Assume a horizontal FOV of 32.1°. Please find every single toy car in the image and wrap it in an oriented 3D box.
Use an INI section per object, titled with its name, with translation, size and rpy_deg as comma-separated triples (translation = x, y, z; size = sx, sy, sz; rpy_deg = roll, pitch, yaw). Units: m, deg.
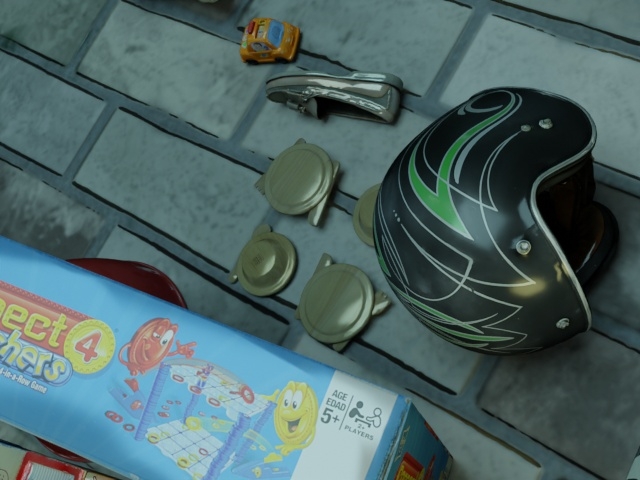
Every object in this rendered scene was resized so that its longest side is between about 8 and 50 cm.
[toy car]
translation = -0.033, -0.213, 0.992
size = 0.060, 0.040, 0.122
rpy_deg = 22, 81, 34

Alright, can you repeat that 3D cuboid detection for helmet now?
[helmet]
translation = 0.117, -0.005, 0.747
size = 0.169, 0.169, 0.161
rpy_deg = 18, 63, 33

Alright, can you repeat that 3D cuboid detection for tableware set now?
[tableware set]
translation = 0.000, 0.000, 0.895
size = 0.168, 0.020, 0.141
rpy_deg = 27, 86, 33

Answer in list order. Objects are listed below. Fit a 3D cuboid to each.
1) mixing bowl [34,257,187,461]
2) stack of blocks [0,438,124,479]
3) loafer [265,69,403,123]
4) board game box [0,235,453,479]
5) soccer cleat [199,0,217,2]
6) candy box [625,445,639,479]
[mixing bowl]
translation = -0.209, 0.085, 0.925
size = 0.181, 0.098, 0.181
rpy_deg = -12, 63, 24
[stack of blocks]
translation = -0.100, 0.203, 0.692
size = 0.171, 0.297, 0.087
rpy_deg = 9, 73, 31
[loafer]
translation = 0.007, -0.118, 0.929
size = 0.125, 0.045, 0.039
rpy_deg = 3, 77, 27
[board game box]
translation = -0.083, 0.101, 0.678
size = 0.308, 0.302, 0.086
rpy_deg = 20, 78, 15
[soccer cleat]
translation = -0.156, -0.262, 1.069
size = 0.076, 0.068, 0.196
rpy_deg = -51, 48, 7
[candy box]
translation = 0.281, 0.157, 0.586
size = 0.233, 0.159, 0.071
rpy_deg = 0, 108, 29
